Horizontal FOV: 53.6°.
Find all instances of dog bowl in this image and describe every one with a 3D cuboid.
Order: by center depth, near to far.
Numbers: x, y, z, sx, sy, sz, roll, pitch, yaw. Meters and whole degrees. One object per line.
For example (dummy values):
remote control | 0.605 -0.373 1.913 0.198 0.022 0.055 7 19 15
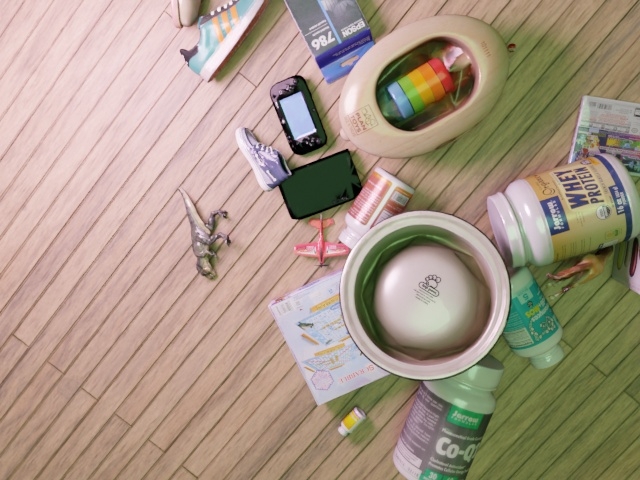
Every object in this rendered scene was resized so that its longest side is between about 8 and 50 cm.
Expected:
dog bowl | 0.257 0.138 1.574 0.407 0.150 0.408 -2 81 11

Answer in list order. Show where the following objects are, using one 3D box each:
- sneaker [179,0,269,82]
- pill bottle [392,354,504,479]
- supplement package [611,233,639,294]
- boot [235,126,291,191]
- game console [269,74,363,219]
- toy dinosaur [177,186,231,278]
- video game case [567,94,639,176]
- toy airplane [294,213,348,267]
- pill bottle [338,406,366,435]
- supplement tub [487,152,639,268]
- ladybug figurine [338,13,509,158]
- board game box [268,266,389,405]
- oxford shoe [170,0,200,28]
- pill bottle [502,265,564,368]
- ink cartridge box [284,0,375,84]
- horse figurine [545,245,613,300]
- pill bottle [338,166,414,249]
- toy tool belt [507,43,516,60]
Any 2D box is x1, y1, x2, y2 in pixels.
sneaker | -0.243 -0.557 1.613 0.121 0.108 0.302 39 101 -8
pill bottle | 0.345 0.468 1.697 0.204 0.204 0.361 19 100 0
supplement package | 0.856 0.024 1.602 0.149 0.194 0.203 4 99 3
boot | -0.146 -0.229 1.661 0.086 0.069 0.190 -30 87 30
game console | -0.042 -0.250 1.685 0.213 0.044 0.362 -21 97 6
toy dinosaur | -0.309 -0.026 1.729 0.118 0.064 0.268 -12 95 12
video game case | 0.763 -0.270 1.647 0.201 0.023 0.184 9 99 1
toy airplane | 0.000 0.000 1.730 0.151 0.028 0.151 0 99 2
pill bottle | 0.088 0.517 1.801 0.043 0.043 0.083 42 99 -4
supplement tub | 0.600 -0.067 1.585 0.316 0.228 0.228 -18 98 6
ladybug figurine | 0.246 -0.377 1.587 0.449 0.162 0.305 -26 97 6
board game box | 0.068 0.248 1.747 0.318 0.066 0.318 -24 97 6
oxford shoe | -0.275 -0.717 1.577 0.146 0.140 0.397 16 101 -5
pill bottle | 0.540 0.205 1.674 0.146 0.146 0.264 -31 97 7
ink cartridge box | 0.012 -0.586 1.618 0.165 0.065 0.333 -28 98 7
horse figurine | 0.661 0.079 1.612 0.174 0.263 0.066 -40 70 27
pill bottle | 0.142 -0.074 1.663 0.121 0.121 0.216 32 100 -2
toy tool belt | 0.459 -0.471 1.624 0.083 0.052 0.051 -11 130 8
